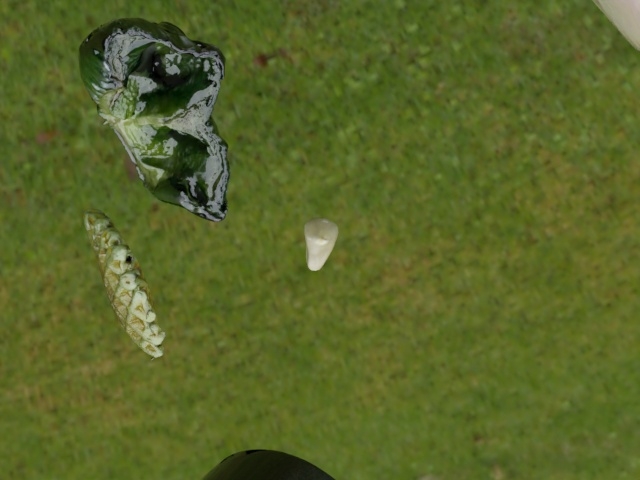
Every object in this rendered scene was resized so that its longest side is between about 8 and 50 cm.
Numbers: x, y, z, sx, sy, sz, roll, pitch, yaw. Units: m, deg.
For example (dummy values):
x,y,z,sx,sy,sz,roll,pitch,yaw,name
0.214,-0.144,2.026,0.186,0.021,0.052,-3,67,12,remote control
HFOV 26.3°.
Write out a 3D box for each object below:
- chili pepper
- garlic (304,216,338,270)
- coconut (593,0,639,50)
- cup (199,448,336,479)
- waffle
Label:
x,y,z,sx,sy,sz,roll,pitch,yaw,name
-0.180,-0.158,1.566,0.116,0.148,0.264,-49,135,-27,chili pepper
-0.001,0.000,1.631,0.041,0.053,0.083,4,149,-5,garlic
0.351,-0.287,1.205,0.259,0.259,0.259,-13,140,-11,coconut
-0.074,0.273,0.870,0.177,0.166,0.239,-33,150,-49,cup
-0.273,0.057,1.892,0.054,0.208,0.214,-22,118,-11,waffle
